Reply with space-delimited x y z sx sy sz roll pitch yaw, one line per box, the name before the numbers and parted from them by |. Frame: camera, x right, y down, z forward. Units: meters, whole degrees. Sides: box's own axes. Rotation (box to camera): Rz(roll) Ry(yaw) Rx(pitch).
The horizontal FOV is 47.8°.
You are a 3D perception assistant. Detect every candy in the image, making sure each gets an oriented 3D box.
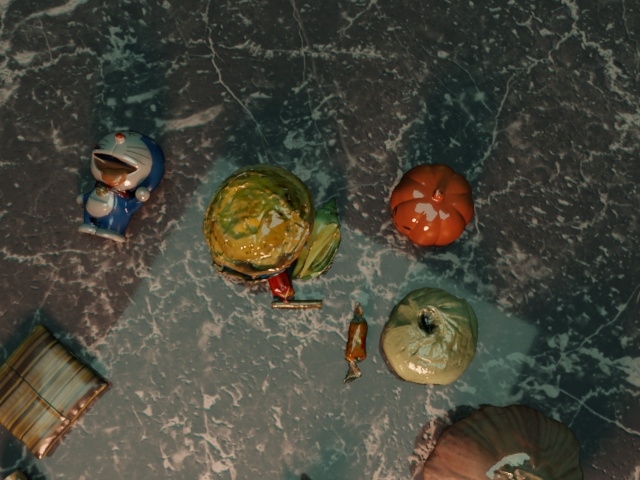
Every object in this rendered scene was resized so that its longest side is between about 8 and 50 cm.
candy | 0.082 0.227 1.592 0.046 0.053 0.182 10 79 -7

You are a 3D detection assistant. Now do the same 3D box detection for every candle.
candle | -0.094 0.080 1.608 0.052 0.052 0.131 -20 70 -6

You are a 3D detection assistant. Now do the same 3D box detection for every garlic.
garlic | 0.371 0.479 1.441 0.317 0.259 0.318 1 74 -5

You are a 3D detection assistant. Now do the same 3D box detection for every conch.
conch | -0.001 -0.003 1.627 0.094 0.079 0.201 12 95 -12

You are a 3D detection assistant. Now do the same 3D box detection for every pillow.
pillow | -0.601 0.320 1.545 0.212 0.052 0.208 39 76 5

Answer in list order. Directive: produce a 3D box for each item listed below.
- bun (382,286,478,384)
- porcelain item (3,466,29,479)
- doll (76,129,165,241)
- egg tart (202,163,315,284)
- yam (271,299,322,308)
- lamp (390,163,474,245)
bun | 0.243 0.210 1.570 0.221 0.108 0.221 1 78 -2
porcelain item | -0.574 0.569 1.482 0.213 0.084 0.054 47 51 8
doll | -0.453 -0.122 1.597 0.215 0.161 0.257 13 80 27
egg tart | -0.150 -0.049 1.583 0.290 0.107 0.291 -7 66 15
yam | -0.053 0.143 1.619 0.116 0.021 0.021 -1 78 -3
lamp | 0.249 -0.082 1.607 0.187 0.164 0.188 1 75 -3
